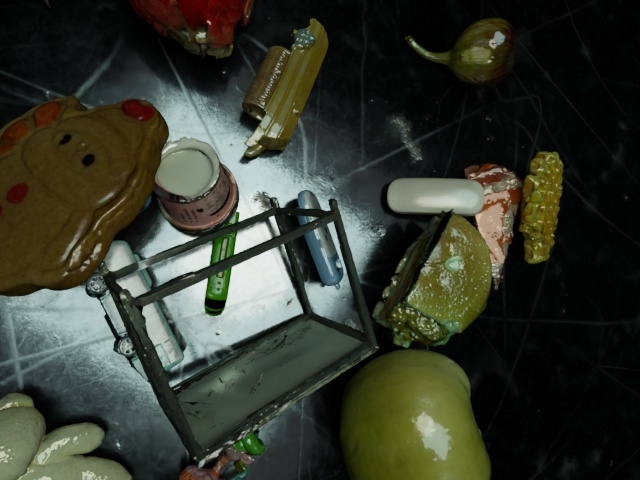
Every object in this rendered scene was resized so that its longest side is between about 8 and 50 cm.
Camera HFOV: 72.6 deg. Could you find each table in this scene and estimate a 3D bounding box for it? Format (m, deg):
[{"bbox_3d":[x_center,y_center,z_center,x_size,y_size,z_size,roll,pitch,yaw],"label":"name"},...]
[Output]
[{"bbox_3d":[-0.126,0.109,0.710,0.335,0.222,0.272,-25,109,-28],"label":"table"}]

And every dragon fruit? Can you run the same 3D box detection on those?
[{"bbox_3d":[-0.236,-0.512,0.764,0.277,0.277,0.342,10,93,-14],"label":"dragon fruit"}]

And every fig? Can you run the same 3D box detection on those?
[{"bbox_3d":[0.313,-0.427,0.990,0.245,0.149,0.149,5,85,10],"label":"fig"}]

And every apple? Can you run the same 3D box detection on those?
[{"bbox_3d":[0.168,0.371,0.808,0.257,0.233,0.295,-14,100,12],"label":"apple"}]

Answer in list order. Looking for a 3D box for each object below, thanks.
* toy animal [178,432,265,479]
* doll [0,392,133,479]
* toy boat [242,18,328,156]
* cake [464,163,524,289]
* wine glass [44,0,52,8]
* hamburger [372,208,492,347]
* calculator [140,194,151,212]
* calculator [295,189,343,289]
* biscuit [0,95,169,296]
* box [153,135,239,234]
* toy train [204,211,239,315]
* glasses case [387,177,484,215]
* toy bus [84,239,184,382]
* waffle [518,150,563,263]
[{"bbox_3d":[-0.193,0.439,0.807,0.208,0.100,0.103,-45,120,-22],"label":"toy animal"},{"bbox_3d":[-0.467,0.398,0.729,0.278,0.175,0.149,42,115,-17],"label":"doll"},{"bbox_3d":[-0.079,-0.310,0.881,0.115,0.089,0.310,23,81,-10],"label":"toy boat"},{"bbox_3d":[0.399,-0.034,0.979,0.135,0.098,0.287,-5,91,3],"label":"cake"},{"bbox_3d":[-0.621,-0.430,0.755,0.262,0.074,0.074,-14,90,-15],"label":"wine glass"},{"bbox_3d":[0.243,0.099,0.900,0.192,0.167,0.288,34,79,-11],"label":"hamburger"},{"bbox_3d":[-0.417,-0.038,0.745,0.293,0.173,0.051,-41,140,-14],"label":"calculator"},{"bbox_3d":[0.000,0.000,0.869,0.039,0.121,0.210,-20,91,11],"label":"calculator"},{"bbox_3d":[-0.417,-0.098,0.699,0.359,0.074,0.381,39,79,24],"label":"biscuit"},{"bbox_3d":[-0.229,-0.100,0.783,0.151,0.135,0.151,1,73,-3],"label":"box"},{"bbox_3d":[-0.193,0.045,0.851,0.044,0.042,0.209,8,84,-14],"label":"toy train"},{"bbox_3d":[0.247,-0.094,0.944,0.204,0.051,0.081,4,85,11],"label":"glasses case"},{"bbox_3d":[-0.344,0.124,0.786,0.109,0.091,0.262,-26,95,-26],"label":"toy bus"},{"bbox_3d":[0.488,-0.070,0.966,0.253,0.056,0.249,5,95,-55],"label":"waffle"}]
